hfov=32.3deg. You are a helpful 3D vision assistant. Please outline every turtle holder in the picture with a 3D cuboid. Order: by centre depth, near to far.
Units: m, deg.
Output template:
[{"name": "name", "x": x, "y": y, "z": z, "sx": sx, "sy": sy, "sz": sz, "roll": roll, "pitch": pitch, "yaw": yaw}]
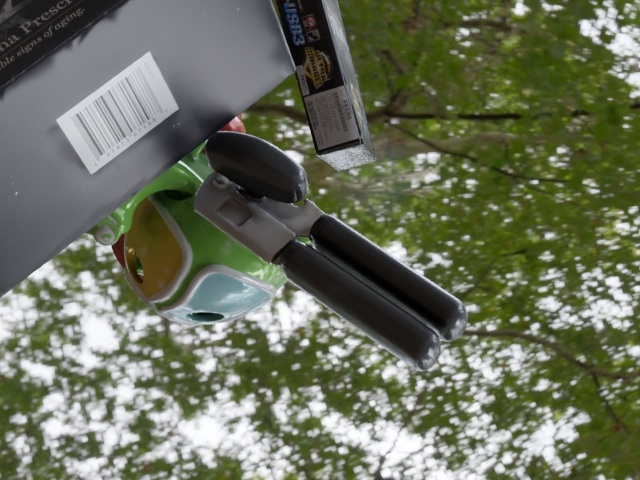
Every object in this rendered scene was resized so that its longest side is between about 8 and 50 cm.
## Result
[{"name": "turtle holder", "x": -0.166, "y": 0.000, "z": 1.532, "sx": 0.243, "sy": 0.320, "sz": 0.227, "roll": 44, "pitch": -78, "yaw": 11}]

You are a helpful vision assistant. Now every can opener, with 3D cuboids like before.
[{"name": "can opener", "x": 0.000, "y": 0.000, "z": 0.963, "sx": 0.283, "sy": 0.076, "sz": 0.095, "roll": 34, "pitch": -26, "yaw": 25}]

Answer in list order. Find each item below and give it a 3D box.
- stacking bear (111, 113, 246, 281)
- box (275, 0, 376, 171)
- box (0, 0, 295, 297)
[{"name": "stacking bear", "x": -0.214, "y": -0.089, "z": 1.791, "sx": 0.164, "sy": 0.175, "sz": 0.289, "roll": 45, "pitch": -63, "yaw": 28}, {"name": "box", "x": 0.005, "y": -0.256, "z": 1.576, "sx": 0.073, "sy": 0.295, "sz": 0.293, "roll": -13, "pitch": -92, "yaw": 7}, {"name": "box", "x": -0.261, "y": -0.179, "z": 0.979, "sx": 0.343, "sy": 0.179, "sz": 0.312, "roll": -40, "pitch": -128, "yaw": -14}]
